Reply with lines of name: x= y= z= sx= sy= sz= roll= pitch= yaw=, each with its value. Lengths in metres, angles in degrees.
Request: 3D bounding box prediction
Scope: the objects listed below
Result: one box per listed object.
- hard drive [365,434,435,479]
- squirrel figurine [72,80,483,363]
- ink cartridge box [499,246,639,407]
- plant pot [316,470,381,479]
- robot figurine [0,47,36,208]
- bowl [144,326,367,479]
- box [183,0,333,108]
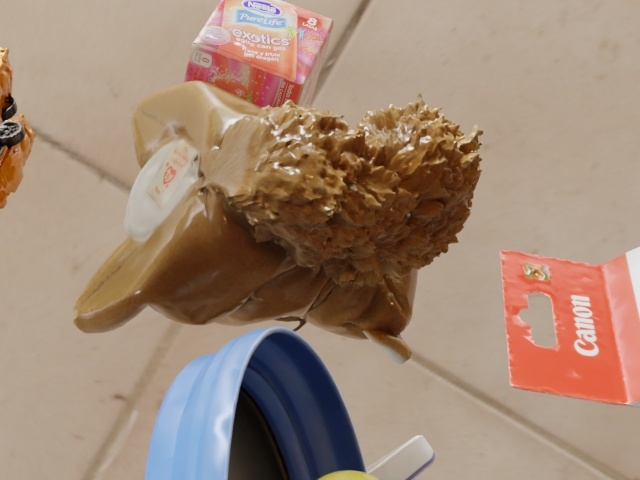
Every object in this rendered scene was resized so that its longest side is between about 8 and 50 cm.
hard drive: x=-0.023 y=0.357 z=1.706 sx=0.319 sy=0.210 sz=0.040 roll=-38 pitch=82 yaw=29
squirrel figurine: x=0.000 y=0.000 z=1.520 sx=0.370 sy=0.397 sz=0.281 roll=29 pitch=57 yaw=-34
ink cartridge box: x=0.250 y=0.052 z=0.980 sx=0.232 sy=0.189 sz=0.066 roll=14 pitch=119 yaw=-3
plant pot: x=0.020 y=0.223 z=1.011 sx=0.134 sy=0.095 sz=0.134 roll=1 pitch=126 yaw=1
robot figurine: x=-0.423 y=-0.087 z=1.648 sx=0.085 sy=0.211 sz=0.291 roll=2 pitch=42 yaw=13
bowl: x=-0.036 y=0.267 z=1.123 sx=0.077 sy=0.391 sz=0.391 roll=-11 pitch=87 yaw=16
box: x=-0.099 y=-0.147 z=1.754 sx=0.142 sy=0.300 sz=0.154 roll=21 pitch=42 yaw=2
